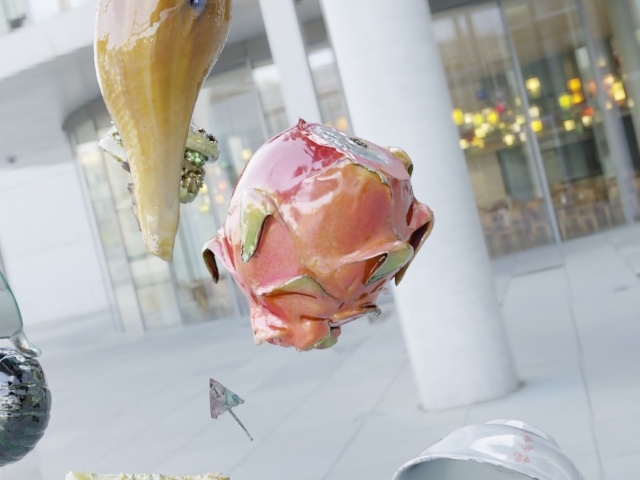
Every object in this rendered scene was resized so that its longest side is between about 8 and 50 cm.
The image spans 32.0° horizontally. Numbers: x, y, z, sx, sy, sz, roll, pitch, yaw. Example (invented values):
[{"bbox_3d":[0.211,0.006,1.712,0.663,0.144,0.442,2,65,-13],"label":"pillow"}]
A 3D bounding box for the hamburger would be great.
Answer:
[{"bbox_3d":[-0.226,-0.136,1.602,0.113,0.177,0.185,-53,-16,1],"label":"hamburger"}]

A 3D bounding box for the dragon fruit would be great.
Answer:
[{"bbox_3d":[0.001,-0.006,1.163,0.224,0.227,0.224,20,26,-10],"label":"dragon fruit"}]

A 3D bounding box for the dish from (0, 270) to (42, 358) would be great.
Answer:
[{"bbox_3d":[-0.483,0.076,1.519,0.078,0.246,0.224,-35,9,-28],"label":"dish"}]

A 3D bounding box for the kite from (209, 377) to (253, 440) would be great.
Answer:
[{"bbox_3d":[-0.183,0.339,2.225,0.005,0.152,0.137,-38,-10,25],"label":"kite"}]

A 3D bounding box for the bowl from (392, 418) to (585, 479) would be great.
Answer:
[{"bbox_3d":[0.295,0.385,1.756,0.345,0.345,0.157,-13,37,40],"label":"bowl"}]

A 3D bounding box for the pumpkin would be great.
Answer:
[{"bbox_3d":[-0.545,0.278,1.871,0.202,0.202,0.140,-13,-15,21],"label":"pumpkin"}]

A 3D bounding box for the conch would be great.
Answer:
[{"bbox_3d":[-0.126,-0.149,0.927,0.109,0.330,0.093,6,-12,-39],"label":"conch"}]

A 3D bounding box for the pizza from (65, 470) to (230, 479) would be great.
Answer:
[{"bbox_3d":[-0.204,0.347,1.223,0.188,0.204,0.080,8,-8,-1],"label":"pizza"}]
